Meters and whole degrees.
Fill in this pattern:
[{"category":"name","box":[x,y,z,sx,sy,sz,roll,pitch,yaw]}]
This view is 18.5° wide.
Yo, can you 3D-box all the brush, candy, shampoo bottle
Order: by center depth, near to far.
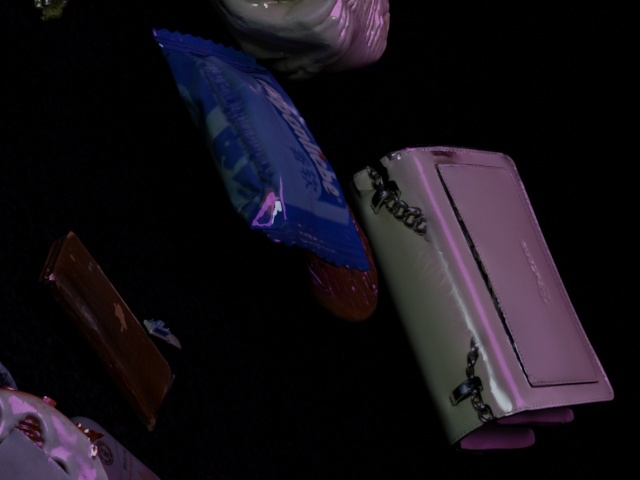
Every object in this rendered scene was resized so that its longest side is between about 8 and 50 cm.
[{"category":"shampoo bottle","box":[-0.190,0.188,1.634,0.165,0.040,0.080,47,28,-32]},{"category":"brush","box":[-0.146,0.088,1.849,0.016,0.013,0.083,57,4,20]},{"category":"candy","box":[-0.065,-0.106,2.144,0.187,0.077,0.331,13,42,-50]}]

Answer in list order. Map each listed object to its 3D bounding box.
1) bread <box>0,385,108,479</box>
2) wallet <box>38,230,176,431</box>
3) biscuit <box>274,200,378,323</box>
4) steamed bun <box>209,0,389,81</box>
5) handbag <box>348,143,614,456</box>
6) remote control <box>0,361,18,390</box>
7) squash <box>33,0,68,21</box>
[{"category":"bread","box":[-0.243,0.206,1.345,0.224,0.142,0.212,-4,79,-41]},{"category":"wallet","box":[-0.193,0.081,1.765,0.176,0.026,0.095,56,23,-23]},{"category":"biscuit","box":[0.000,0.000,2.244,0.212,0.036,0.212,45,29,-34]},{"category":"steamed bun","box":[-0.043,-0.377,2.333,0.394,0.237,0.346,83,21,-48]},{"category":"handbag","box":[0.183,0.072,2.397,0.236,0.160,0.358,7,57,-56]},{"category":"remote control","box":[-0.252,0.215,1.467,0.090,0.066,0.266,9,59,-44]},{"category":"squash","box":[-0.298,-0.341,1.969,0.069,0.069,0.258,2,62,-64]}]
